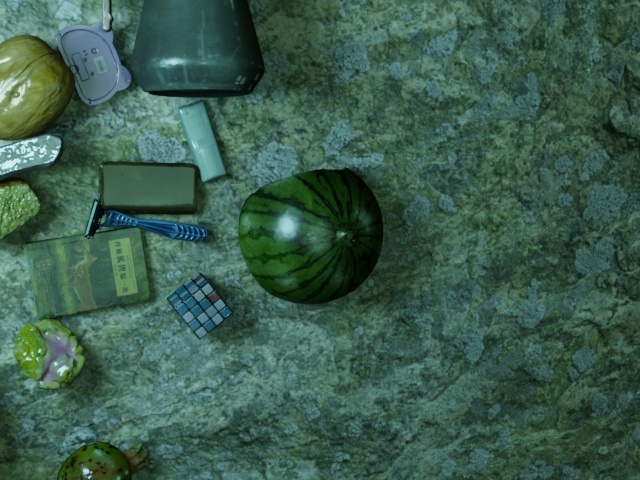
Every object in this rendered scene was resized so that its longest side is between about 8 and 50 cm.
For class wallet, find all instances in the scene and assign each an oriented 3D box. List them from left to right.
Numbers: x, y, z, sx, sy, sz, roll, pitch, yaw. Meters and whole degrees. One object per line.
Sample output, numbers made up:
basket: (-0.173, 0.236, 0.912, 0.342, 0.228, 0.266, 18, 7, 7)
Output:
wallet: (-0.351, -0.107, 1.673, 0.198, 0.031, 0.110, 0, 100, -21)

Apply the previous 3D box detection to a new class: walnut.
walnut: (-0.549, -0.274, 1.496, 0.165, 0.165, 0.197, 38, 94, -23)

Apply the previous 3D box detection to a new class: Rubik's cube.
Rubik's cube: (-0.255, 0.137, 1.727, 0.092, 0.092, 0.092, -39, 112, -9)

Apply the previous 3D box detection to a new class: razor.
razor: (-0.350, -0.031, 1.670, 0.253, 0.042, 0.082, 9, 107, -30)

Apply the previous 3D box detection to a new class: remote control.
remote control: (-0.243, -0.205, 1.696, 0.061, 0.029, 0.162, -23, 108, -17)

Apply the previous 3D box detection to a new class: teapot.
teapot: (-0.257, -0.447, 1.541, 0.300, 0.253, 0.344, -1, 94, -7)

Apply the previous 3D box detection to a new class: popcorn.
popcorn: (-0.537, 0.225, 1.623, 0.145, 0.126, 0.125, 34, 72, 4)

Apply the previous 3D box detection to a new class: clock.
clock: (-0.438, -0.344, 1.581, 0.110, 0.050, 0.152, -24, 109, -15)

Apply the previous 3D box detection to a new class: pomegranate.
pomegranate: (-0.448, 0.486, 1.699, 0.205, 0.159, 0.159, -22, 110, -45)

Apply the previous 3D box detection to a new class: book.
book: (-0.470, 0.064, 1.667, 0.228, 0.024, 0.160, -9, 102, -19)

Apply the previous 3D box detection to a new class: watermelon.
watermelon: (0.000, 0.000, 1.755, 0.331, 0.189, 0.330, -2, 99, -15)

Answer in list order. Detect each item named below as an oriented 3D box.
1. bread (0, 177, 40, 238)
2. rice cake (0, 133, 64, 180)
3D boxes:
bread: (-0.613, -0.056, 1.534, 0.156, 0.125, 0.086, -46, 123, -35)
rice cake: (-0.659, -0.115, 1.496, 0.399, 0.070, 0.064, -18, 99, -4)
